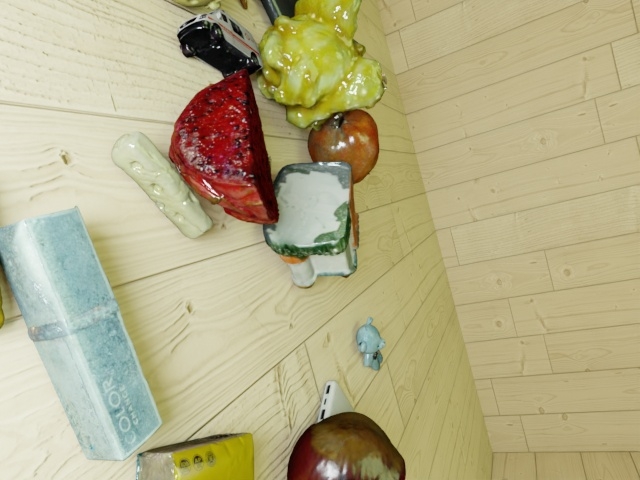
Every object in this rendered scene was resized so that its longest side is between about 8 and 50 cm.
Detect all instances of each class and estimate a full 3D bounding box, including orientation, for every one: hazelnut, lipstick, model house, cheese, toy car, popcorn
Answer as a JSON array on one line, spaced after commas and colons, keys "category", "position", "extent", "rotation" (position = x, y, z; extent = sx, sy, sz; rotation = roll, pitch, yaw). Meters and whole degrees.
[{"category": "hazelnut", "position": [0.040, 0.457, 0.840], "extent": [0.229, 0.230, 0.229], "rotation": [40, 43, -52]}, {"category": "lipstick", "position": [-0.273, 0.112, 0.494], "extent": [0.077, 0.076, 0.289], "rotation": [-36, 110, -64]}, {"category": "model house", "position": [0.000, 0.000, 1.048], "extent": [0.300, 0.190, 0.271], "rotation": [73, 17, -46]}, {"category": "cheese", "position": [-0.241, -0.081, 0.672], "extent": [0.194, 0.065, 0.043], "rotation": [56, 25, -33]}, {"category": "toy car", "position": [-0.207, -0.413, 0.881], "extent": [0.210, 0.089, 0.108], "rotation": [1, 76, -66]}, {"category": "popcorn", "position": [-0.014, -0.455, 1.046], "extent": [0.290, 0.325, 0.321], "rotation": [-3, 61, -23]}]

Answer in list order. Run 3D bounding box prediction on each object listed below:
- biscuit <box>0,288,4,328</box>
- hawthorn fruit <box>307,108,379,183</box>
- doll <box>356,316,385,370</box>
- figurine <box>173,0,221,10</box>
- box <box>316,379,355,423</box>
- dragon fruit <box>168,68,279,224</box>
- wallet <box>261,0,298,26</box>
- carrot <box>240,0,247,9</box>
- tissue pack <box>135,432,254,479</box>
[{"category": "biscuit", "position": [-0.380, 0.016, 0.369], "extent": [0.183, 0.039, 0.174], "rotation": [-11, 89, -66]}, {"category": "hawthorn fruit", "position": [0.081, -0.255, 1.265], "extent": [0.262, 0.211, 0.210], "rotation": [54, 32, -53]}, {"category": "doll", "position": [0.163, 0.321, 1.284], "extent": [0.179, 0.075, 0.120], "rotation": [59, 33, -31]}, {"category": "figurine", "position": [-0.247, -0.594, 0.856], "extent": [0.222, 0.124, 0.324], "rotation": [54, 37, -38]}, {"category": "box", "position": [0.070, 0.483, 1.050], "extent": [0.285, 0.044, 0.142], "rotation": [63, 26, -25]}, {"category": "dragon fruit", "position": [-0.168, -0.126, 0.777], "extent": [0.205, 0.152, 0.317], "rotation": [73, 4, -52]}, {"category": "wallet", "position": [-0.169, -0.781, 1.181], "extent": [0.406, 0.062, 0.228], "rotation": [59, 31, -31]}, {"category": "carrot", "position": [-0.206, -0.652, 1.073], "extent": [0.035, 0.035, 0.142], "rotation": [-37, 118, -63]}, {"category": "tissue pack", "position": [-0.165, 0.339, 0.594], "extent": [0.169, 0.082, 0.120], "rotation": [27, 55, -58]}]
